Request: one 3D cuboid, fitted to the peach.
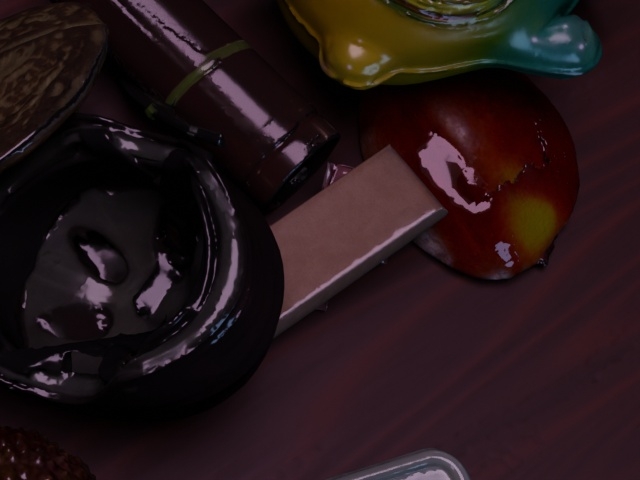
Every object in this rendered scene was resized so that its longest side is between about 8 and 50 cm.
[{"bbox_3d":[0.129,-0.101,1.681,0.189,0.068,0.279,-23,73,-20],"label":"peach"}]

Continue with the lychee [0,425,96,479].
[{"bbox_3d":[-0.242,0.231,1.409,0.188,0.188,0.188,4,67,-8],"label":"lychee"}]

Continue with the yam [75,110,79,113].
[{"bbox_3d":[-0.229,-0.093,1.621,0.054,0.054,0.132,-7,69,-13],"label":"yam"}]

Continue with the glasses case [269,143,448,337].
[{"bbox_3d":[0.000,0.000,1.611,0.193,0.070,0.102,-35,71,-12],"label":"glasses case"}]

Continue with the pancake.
[{"bbox_3d":[-0.280,-0.103,1.535,0.250,0.250,0.031,-53,127,-24],"label":"pancake"}]

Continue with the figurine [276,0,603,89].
[{"bbox_3d":[0.111,-0.258,1.646,0.340,0.231,0.323,-22,69,-20],"label":"figurine"}]

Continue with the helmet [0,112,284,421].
[{"bbox_3d":[-0.157,0.032,1.507,0.305,0.177,0.225,13,77,33],"label":"helmet"}]

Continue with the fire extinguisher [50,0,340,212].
[{"bbox_3d":[-0.141,-0.170,1.628,0.341,0.141,0.105,44,105,6],"label":"fire extinguisher"}]

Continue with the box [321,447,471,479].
[{"bbox_3d":[-0.004,0.295,1.432,0.294,0.167,0.193,-17,73,-17],"label":"box"}]
